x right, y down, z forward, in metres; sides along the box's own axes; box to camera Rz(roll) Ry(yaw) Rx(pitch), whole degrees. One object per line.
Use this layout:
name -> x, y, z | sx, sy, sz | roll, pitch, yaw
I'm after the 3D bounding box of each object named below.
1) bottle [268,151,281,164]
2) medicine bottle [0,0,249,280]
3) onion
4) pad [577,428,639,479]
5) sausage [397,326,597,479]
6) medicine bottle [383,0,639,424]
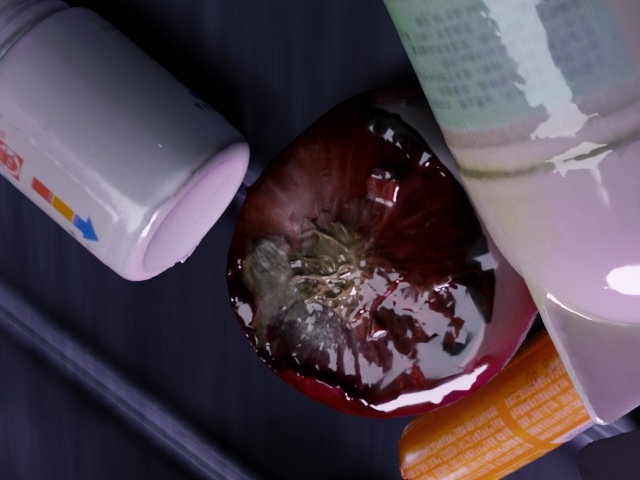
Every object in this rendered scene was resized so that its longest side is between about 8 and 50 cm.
bottle -> 0.000, 0.000, 1.669 | 0.060, 0.060, 0.164 | 7, 124, 39
medicine bottle -> -0.219, -0.111, 1.701 | 0.293, 0.170, 0.170 | 39, 138, 12
onion -> 0.068, 0.010, 1.550 | 0.272, 0.195, 0.272 | -2, 86, 24
pad -> 0.378, 0.267, 1.554 | 0.375, 0.063, 0.315 | 50, 140, -15
sausage -> 0.158, 0.147, 1.610 | 0.093, 0.093, 0.312 | 50, 140, 1
medicine bottle -> 0.197, -0.098, 1.283 | 0.235, 0.235, 0.406 | -10, 111, 46
